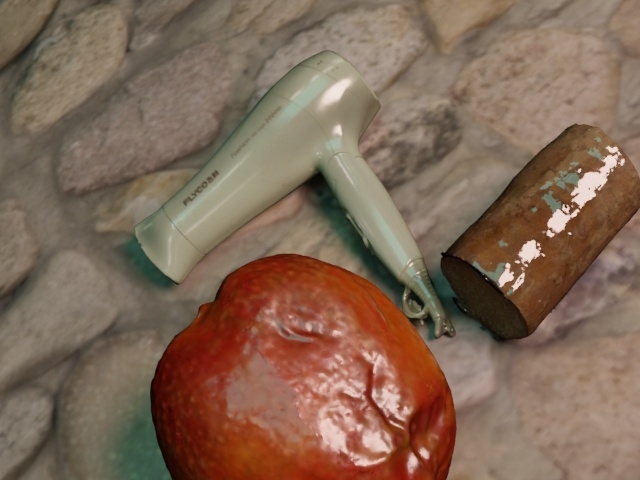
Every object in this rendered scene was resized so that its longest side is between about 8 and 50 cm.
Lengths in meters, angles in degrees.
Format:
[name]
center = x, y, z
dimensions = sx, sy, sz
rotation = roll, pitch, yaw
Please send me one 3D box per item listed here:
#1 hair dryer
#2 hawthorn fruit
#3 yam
[hair dryer]
center = 0.000, 0.000, 0.769
dimensions = 0.206, 0.075, 0.237
rotation = -44, 61, 1
[hawthorn fruit]
center = -0.008, 0.099, 0.649
dimensions = 0.179, 0.173, 0.174
rotation = 19, 66, 3
[yam]
center = 0.141, -0.004, 0.690
dimensions = 0.127, 0.084, 0.084
rotation = -43, 53, -11
